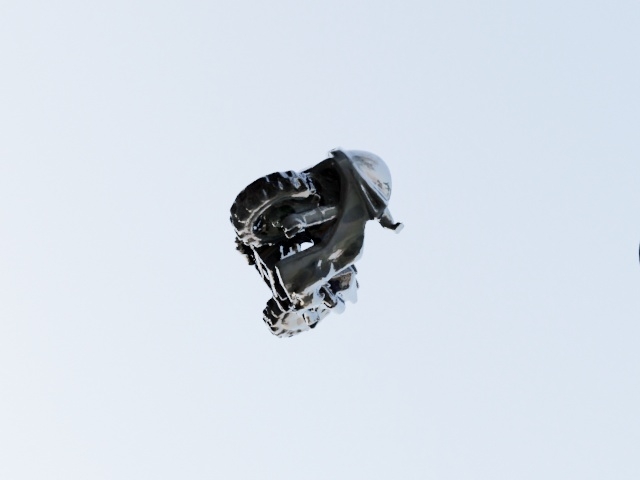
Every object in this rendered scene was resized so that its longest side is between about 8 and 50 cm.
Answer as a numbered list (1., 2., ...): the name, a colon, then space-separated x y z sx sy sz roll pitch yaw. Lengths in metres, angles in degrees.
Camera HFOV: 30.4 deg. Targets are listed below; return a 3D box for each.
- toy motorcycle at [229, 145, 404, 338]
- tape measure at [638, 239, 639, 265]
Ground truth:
1. toy motorcycle: 0.000 0.000 1.124 0.159 0.106 0.270 -31 -29 -9
2. tape measure: 0.409 0.015 1.274 0.074 0.125 0.118 -7 -65 -32
